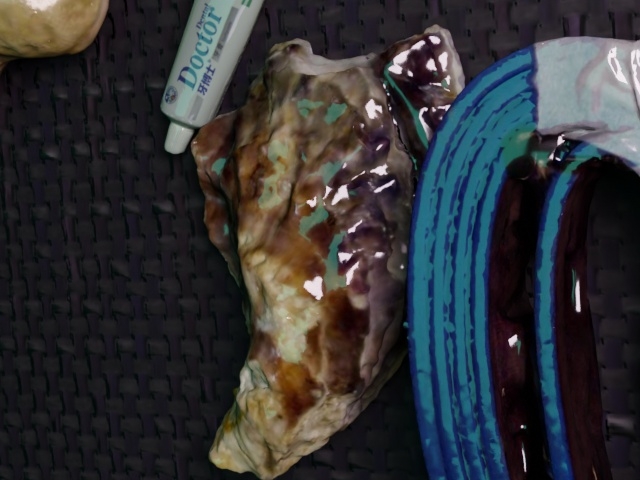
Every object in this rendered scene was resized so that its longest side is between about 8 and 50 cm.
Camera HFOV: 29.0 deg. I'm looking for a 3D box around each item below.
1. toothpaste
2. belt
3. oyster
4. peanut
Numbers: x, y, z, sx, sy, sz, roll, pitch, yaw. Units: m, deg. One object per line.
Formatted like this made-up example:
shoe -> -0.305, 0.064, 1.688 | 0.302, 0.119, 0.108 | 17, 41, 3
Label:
toothpaste -> -0.068, -0.163, 0.882 | 0.064, 0.041, 0.218 | 26, 104, 14
belt -> 0.163, 0.059, 0.709 | 0.213, 0.117, 0.346 | -2, 95, 22
oyster -> -0.006, -0.001, 0.827 | 0.275, 0.100, 0.271 | -31, 68, 31
peanut -> -0.276, -0.171, 0.954 | 0.253, 0.122, 0.137 | -20, 93, 25
